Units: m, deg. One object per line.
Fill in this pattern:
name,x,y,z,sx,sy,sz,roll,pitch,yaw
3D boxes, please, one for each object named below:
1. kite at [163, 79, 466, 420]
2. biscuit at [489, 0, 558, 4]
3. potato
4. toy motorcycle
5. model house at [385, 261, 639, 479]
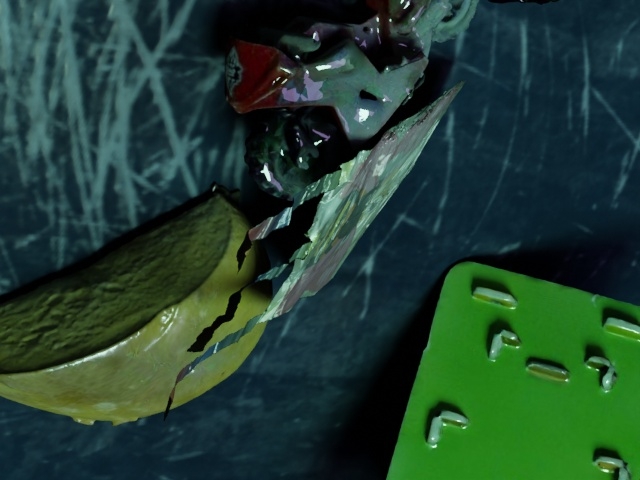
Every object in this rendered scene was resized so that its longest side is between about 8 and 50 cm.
kite,-0.003,-0.002,1.037,0.204,0.022,0.360,-57,171,25
biscuit,0.049,-0.209,0.989,0.322,0.099,0.038,3,167,-35
potato,-0.135,0.077,1.098,0.243,0.098,0.138,-26,137,-12
toy motorcycle,0.014,-0.131,1.038,0.213,0.082,0.122,-48,129,-12
model house,0.104,0.212,1.361,0.323,0.340,0.300,85,21,-67
